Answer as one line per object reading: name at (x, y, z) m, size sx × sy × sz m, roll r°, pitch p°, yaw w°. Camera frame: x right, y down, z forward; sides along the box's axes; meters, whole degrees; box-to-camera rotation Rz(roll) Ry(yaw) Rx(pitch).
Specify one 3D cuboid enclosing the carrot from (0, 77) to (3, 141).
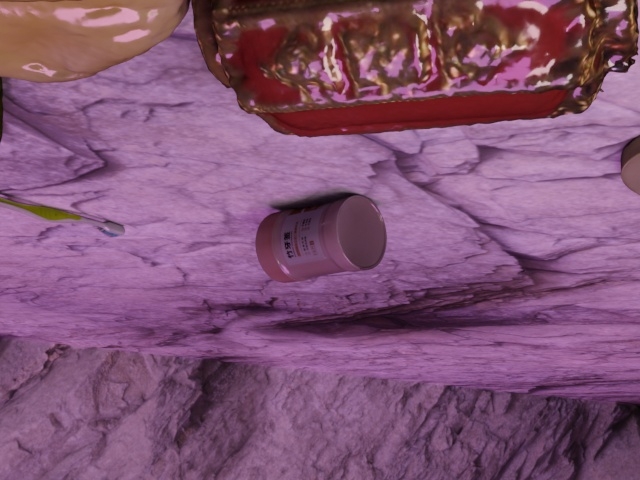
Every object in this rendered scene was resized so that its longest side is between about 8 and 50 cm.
carrot at (-0.322, -0.142, 0.936) m, size 0.074 × 0.074 × 0.358 m, roll 8°, pitch 166°, yaw -15°

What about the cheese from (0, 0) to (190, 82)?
cheese at (-0.200, -0.195, 0.670) m, size 0.226 × 0.117 × 0.214 m, roll -11°, pitch 156°, yaw 29°

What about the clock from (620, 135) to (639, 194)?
clock at (0.434, -0.080, 1.085) m, size 0.235 × 0.029 × 0.235 m, roll 5°, pitch 164°, yaw 1°

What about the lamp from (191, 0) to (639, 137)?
lamp at (0.058, -0.152, 0.651) m, size 0.274 × 0.177 × 0.177 m, roll 0°, pitch 165°, yaw 20°

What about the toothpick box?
toothpick box at (0.000, 0.000, 1.361) m, size 0.149 × 0.098 × 0.098 m, roll -10°, pitch 159°, yaw 42°

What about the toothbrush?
toothbrush at (-0.388, -0.041, 1.469) m, size 0.026 × 0.022 × 0.263 m, roll -25°, pitch 150°, yaw 39°
